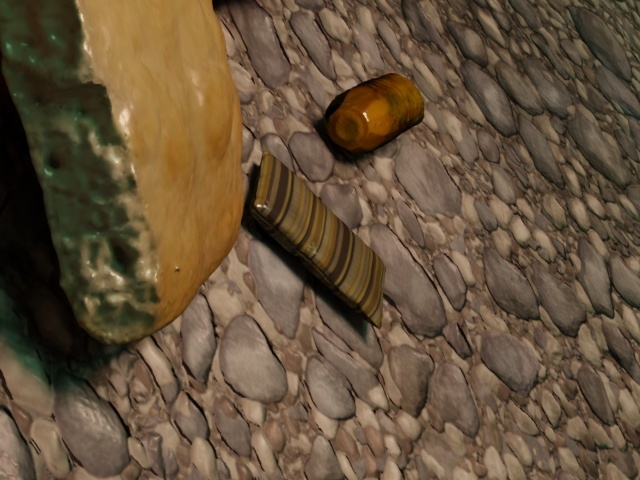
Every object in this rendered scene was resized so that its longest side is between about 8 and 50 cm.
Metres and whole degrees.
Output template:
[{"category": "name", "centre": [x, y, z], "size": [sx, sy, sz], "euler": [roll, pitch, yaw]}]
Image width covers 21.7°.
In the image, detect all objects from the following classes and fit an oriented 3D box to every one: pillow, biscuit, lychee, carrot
[{"category": "pillow", "centre": [0.000, 0.000, 1.778], "size": [0.203, 0.038, 0.113], "euler": [45, 29, -23]}, {"category": "biscuit", "centre": [-0.158, -0.146, 1.484], "size": [0.446, 0.104, 0.429], "euler": [-34, 110, -73]}, {"category": "lychee", "centre": [-0.277, -0.120, 1.416], "size": [0.140, 0.114, 0.101], "euler": [43, 53, 9]}, {"category": "carrot", "centre": [0.066, -0.151, 1.973], "size": [0.082, 0.082, 0.173], "euler": [57, 33, -1]}]
